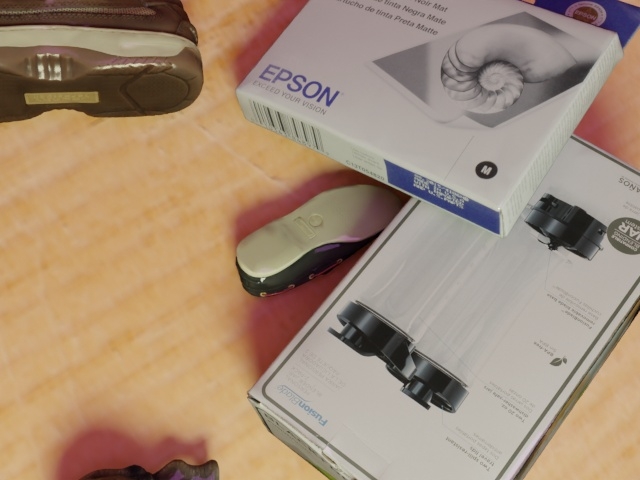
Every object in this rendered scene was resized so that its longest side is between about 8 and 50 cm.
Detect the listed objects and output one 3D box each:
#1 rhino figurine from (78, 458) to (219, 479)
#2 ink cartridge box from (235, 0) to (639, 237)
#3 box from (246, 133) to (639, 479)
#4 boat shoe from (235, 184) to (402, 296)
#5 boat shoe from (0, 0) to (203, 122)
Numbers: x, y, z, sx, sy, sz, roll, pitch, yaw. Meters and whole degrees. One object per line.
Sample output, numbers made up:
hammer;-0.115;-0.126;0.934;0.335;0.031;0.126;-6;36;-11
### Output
rhino figurine;-0.123;0.259;0.579;0.106;0.073;0.243;8;79;-16
ink cartridge box;0.090;-0.138;0.670;0.223;0.045;0.224;26;68;24
box;0.107;0.056;0.638;0.169;0.087;0.290;33;71;20
boat shoe;-0.001;-0.001;0.678;0.133;0.042;0.049;-26;61;-18
boat shoe;-0.213;-0.138;0.635;0.258;0.095;0.095;0;65;-20
